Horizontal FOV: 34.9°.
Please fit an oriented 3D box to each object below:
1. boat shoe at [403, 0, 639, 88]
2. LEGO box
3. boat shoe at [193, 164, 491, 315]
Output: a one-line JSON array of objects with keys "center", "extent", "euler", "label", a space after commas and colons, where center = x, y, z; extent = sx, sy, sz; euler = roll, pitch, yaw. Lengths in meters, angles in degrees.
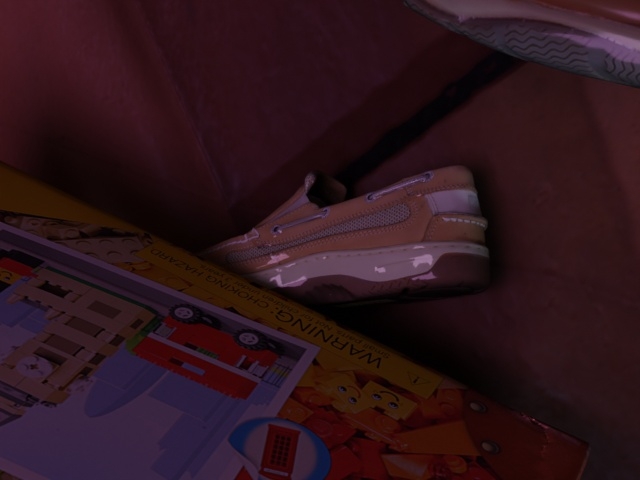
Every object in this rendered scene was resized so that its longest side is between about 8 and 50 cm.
[{"center": [0.079, -0.140, 0.396], "extent": [0.324, 0.122, 0.120], "euler": [30, 111, 33], "label": "boat shoe"}, {"center": [-0.198, 0.131, 0.410], "extent": [0.500, 0.372, 0.193], "euler": [24, 120, 18], "label": "LEGO box"}, {"center": [0.000, 0.000, 0.525], "extent": [0.190, 0.068, 0.072], "euler": [-9, 78, 32], "label": "boat shoe"}]
